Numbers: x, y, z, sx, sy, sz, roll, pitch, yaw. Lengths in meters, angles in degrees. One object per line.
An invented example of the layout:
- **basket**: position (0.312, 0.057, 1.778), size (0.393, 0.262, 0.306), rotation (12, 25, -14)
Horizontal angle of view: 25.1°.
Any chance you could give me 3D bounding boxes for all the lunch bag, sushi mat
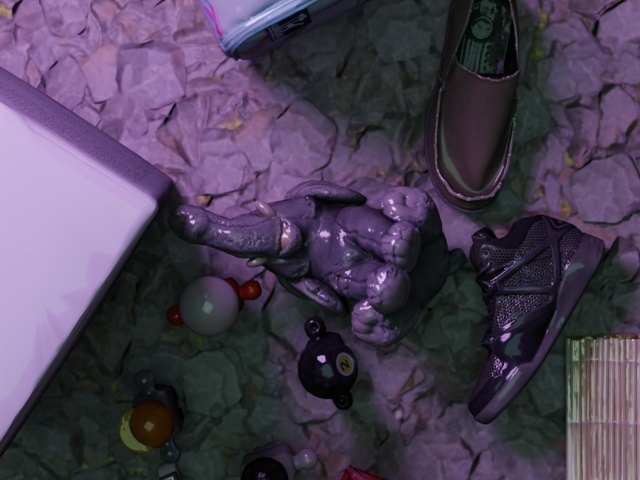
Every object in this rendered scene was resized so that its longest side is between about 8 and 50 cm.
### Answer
- **lunch bag**: position (-0.011, -0.263, 1.385), size (0.224, 0.279, 0.108), rotation (-26, 95, -1)
- **sushi mat**: position (0.336, 0.256, 1.527), size (0.151, 0.019, 0.316), rotation (-1, 92, 2)

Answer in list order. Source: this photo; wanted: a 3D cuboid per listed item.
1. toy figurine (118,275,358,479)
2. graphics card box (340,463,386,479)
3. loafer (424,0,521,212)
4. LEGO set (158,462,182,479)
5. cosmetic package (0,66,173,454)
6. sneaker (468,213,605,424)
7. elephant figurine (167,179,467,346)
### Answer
- **toy figurine**: position (-0.081, 0.153, 1.464), size (0.213, 0.148, 0.209), rotation (29, 92, -1)
- **graphics card box**: position (0.004, 0.415, 1.410), size (0.094, 0.233, 0.371), rotation (23, 84, -1)
- **loafer**: position (0.158, -0.154, 1.481), size (0.094, 0.087, 0.251), rotation (2, 92, 1)
- **LEGO set**: position (-0.093, 0.331, 1.497), size (0.087, 0.093, 0.227), rotation (-24, 91, 1)
- **cosmetic package**: position (-0.360, 0.001, 1.328), size (0.329, 0.393, 0.327), rotation (33, 92, -5)
- **sneaker**: position (0.188, 0.072, 1.492), size (0.130, 0.087, 0.227), rotation (28, 89, 2)
- **elephant figurine**: position (0.000, 0.000, 1.465), size (0.239, 0.186, 0.169), rotation (13, 55, 25)
